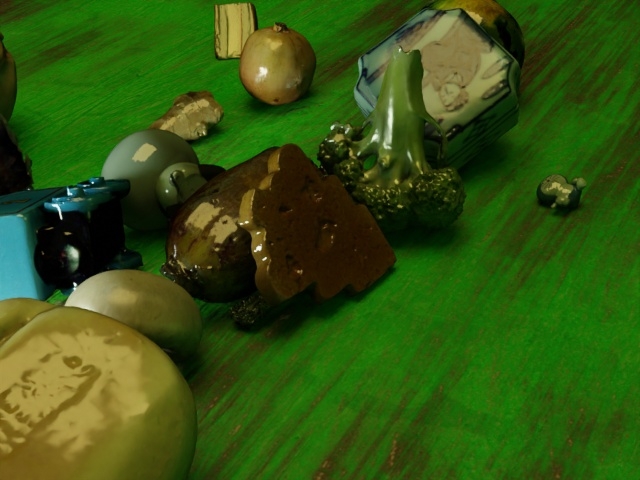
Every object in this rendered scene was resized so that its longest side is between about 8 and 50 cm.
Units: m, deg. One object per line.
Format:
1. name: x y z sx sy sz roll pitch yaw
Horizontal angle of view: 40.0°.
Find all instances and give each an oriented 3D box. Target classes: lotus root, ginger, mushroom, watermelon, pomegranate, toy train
1. lotus root: -0.124 -0.031 1.490 0.195 0.179 0.397 16 42 31
2. ginger: -0.324 -0.231 1.914 0.131 0.086 0.294 23 51 23
3. mushroom: -0.276 0.145 1.280 0.204 0.204 0.204 -4 34 3
4. watermelon: 0.322 -0.427 1.956 0.268 0.269 0.269 -4 34 3
5. pomegranate: -0.098 -0.409 2.044 0.191 0.191 0.191 -4 34 3
6. toy train: -0.443 -0.001 1.453 0.265 0.188 0.300 -7 12 0

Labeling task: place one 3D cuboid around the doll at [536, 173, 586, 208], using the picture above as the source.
1. doll: 0.436 -0.087 1.612 0.076 0.050 0.083 -42 47 -17

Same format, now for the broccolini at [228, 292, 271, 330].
1. broccolini: -0.049 0.075 1.448 0.239 0.054 0.051 -30 27 -35

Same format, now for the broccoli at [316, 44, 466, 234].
1. broccoli: 0.125 -0.152 1.585 0.254 0.302 0.186 -17 -15 33

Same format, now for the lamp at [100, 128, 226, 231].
1. lamp: -0.293 -0.106 1.615 0.197 0.198 0.243 -32 34 -33

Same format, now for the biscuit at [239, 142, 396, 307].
1. biscuit: -0.001 0.000 1.423 0.043 0.301 0.278 -25 48 49

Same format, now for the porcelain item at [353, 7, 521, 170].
1. porcelain item: 0.230 -0.297 1.730 0.281 0.157 0.286 -37 66 0

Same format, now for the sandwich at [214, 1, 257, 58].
1. sandwich: -0.229 -0.549 2.423 0.117 0.144 0.187 -4 70 2

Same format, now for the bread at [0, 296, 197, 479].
1. bread: -0.335 0.256 1.030 0.348 0.253 0.376 19 46 16

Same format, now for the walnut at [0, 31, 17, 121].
1. walnut: -0.858 -0.351 1.927 0.383 0.384 0.384 -4 34 3

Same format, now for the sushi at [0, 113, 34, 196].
1. sushi: -0.731 -0.169 1.680 0.294 0.281 0.299 -29 56 -20
